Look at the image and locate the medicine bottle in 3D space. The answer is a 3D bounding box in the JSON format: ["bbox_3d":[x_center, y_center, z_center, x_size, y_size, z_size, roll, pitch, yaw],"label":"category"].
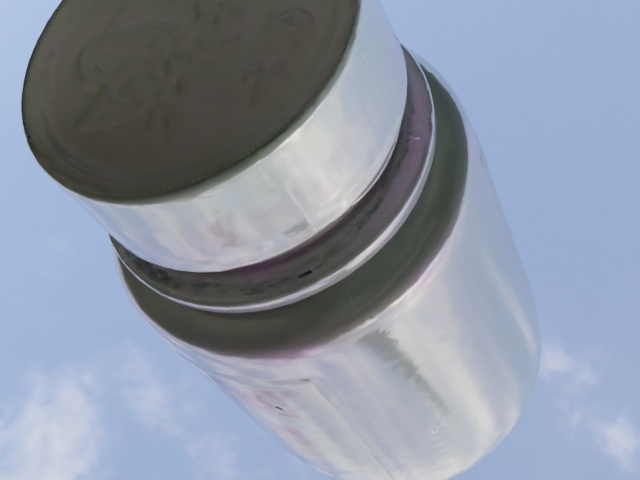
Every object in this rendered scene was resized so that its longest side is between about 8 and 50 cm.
[{"bbox_3d":[0.000,0.000,0.454,0.170,0.293,0.170,-10,-122,17],"label":"medicine bottle"}]
